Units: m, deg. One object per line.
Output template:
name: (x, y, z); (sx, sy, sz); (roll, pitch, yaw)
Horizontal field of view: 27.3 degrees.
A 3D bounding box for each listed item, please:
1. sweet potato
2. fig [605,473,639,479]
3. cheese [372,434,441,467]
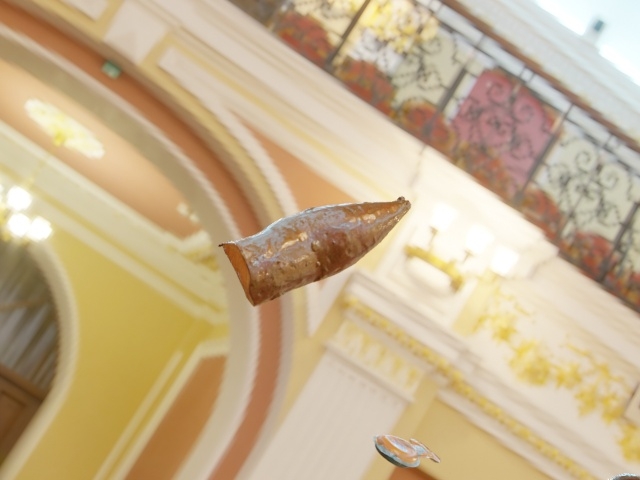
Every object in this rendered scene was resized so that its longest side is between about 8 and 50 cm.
sweet potato: (0.001, 0.003, 2.196); (0.131, 0.337, 0.131); (47, -32, 41)
fig: (0.397, 0.354, 1.697); (0.109, 0.103, 0.155); (-17, -18, 12)
cheese: (0.081, 0.199, 1.246); (0.047, 0.017, 0.111); (41, 11, 26)
